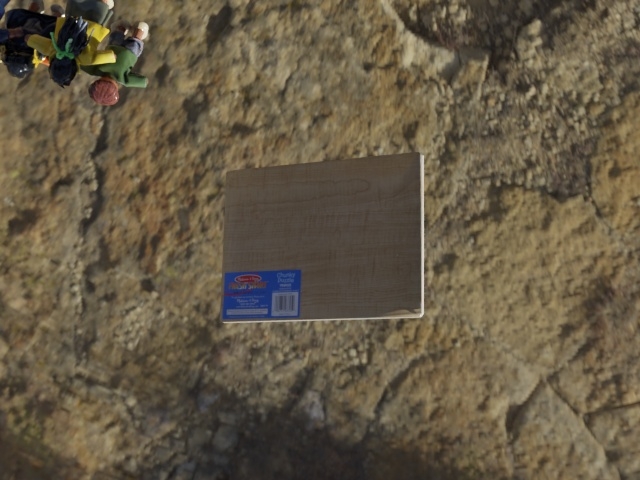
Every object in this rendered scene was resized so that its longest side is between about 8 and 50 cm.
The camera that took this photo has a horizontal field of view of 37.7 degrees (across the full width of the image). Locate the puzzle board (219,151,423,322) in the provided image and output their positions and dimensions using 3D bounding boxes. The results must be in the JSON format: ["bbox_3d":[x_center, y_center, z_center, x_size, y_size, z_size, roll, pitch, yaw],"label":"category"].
[{"bbox_3d":[0.000,0.000,0.559,0.128,0.011,0.096,-4,77,23],"label":"puzzle board"}]

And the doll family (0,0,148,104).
[{"bbox_3d":[-0.249,-0.181,0.839,0.193,0.111,0.076,12,148,3],"label":"doll family"}]
